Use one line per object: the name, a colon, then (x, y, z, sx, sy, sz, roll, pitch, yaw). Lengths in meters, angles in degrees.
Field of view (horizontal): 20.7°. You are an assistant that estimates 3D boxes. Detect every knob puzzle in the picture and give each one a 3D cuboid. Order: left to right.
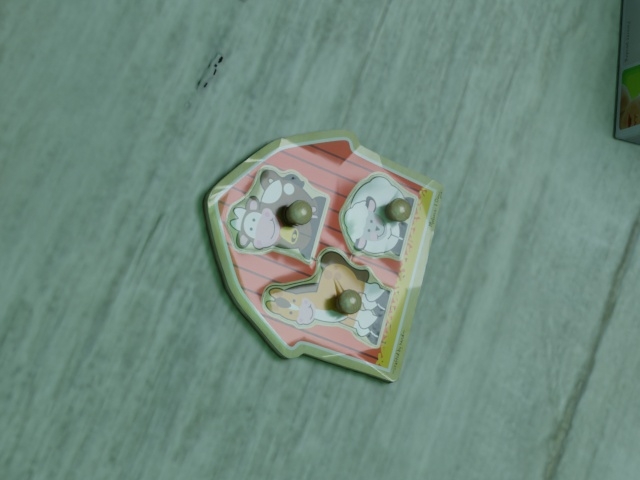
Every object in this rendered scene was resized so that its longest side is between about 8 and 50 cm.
knob puzzle: (0.000, 0.000, 1.361, 0.213, 0.030, 0.213, 4, 80, -25)

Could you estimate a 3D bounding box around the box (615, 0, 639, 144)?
box: (0.372, -0.217, 1.468, 0.127, 0.231, 0.262, 11, 78, -25)
